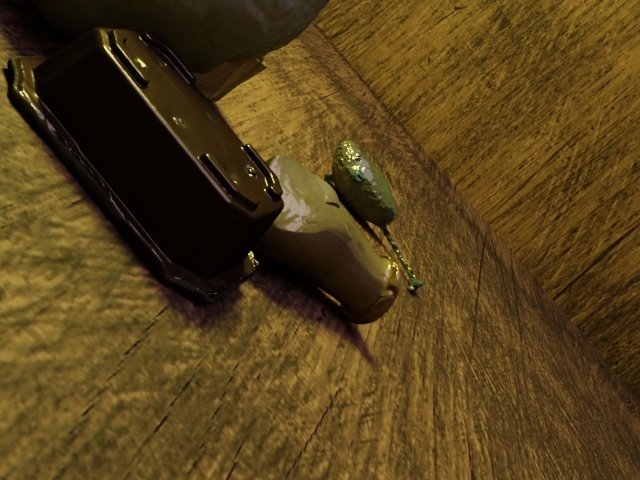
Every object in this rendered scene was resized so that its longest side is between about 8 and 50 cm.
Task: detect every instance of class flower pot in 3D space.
[{"bbox_3d":[-0.125,-0.078,0.832,0.251,0.084,0.179,50,17,3],"label":"flower pot"}]

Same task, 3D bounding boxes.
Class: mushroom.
[{"bbox_3d":[-0.008,-0.005,1.035,0.108,0.096,0.247,26,-11,45],"label":"mushroom"}]

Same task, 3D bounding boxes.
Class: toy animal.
[{"bbox_3d":[0.086,-0.034,1.539,0.079,0.070,0.253,-21,82,-40],"label":"toy animal"}]

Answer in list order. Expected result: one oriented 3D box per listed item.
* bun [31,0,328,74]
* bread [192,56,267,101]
[{"bbox_3d":[-0.138,-0.301,1.015,0.362,0.211,0.362,8,46,-9],"label":"bun"},{"bbox_3d":[-0.172,-0.285,1.243,0.210,0.110,0.192,56,13,25],"label":"bread"}]
